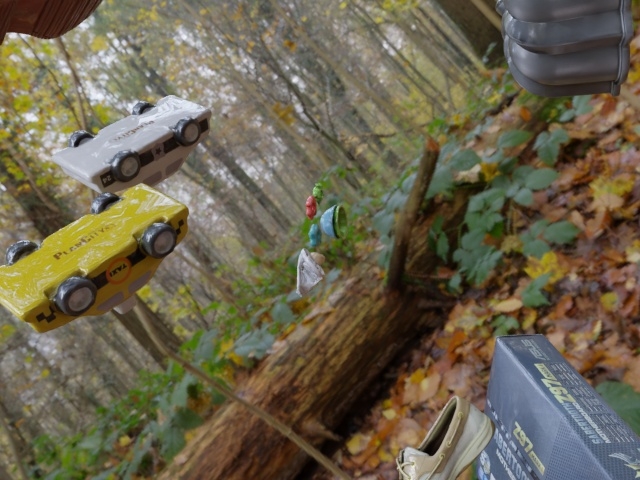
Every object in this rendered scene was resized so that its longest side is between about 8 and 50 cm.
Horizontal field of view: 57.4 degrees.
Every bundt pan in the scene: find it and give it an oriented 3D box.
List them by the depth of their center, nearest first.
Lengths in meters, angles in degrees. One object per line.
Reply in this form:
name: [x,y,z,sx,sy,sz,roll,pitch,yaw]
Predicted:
bundt pan: [0.278,-0.328,0.723,0.124,0.331,0.331,-10,9,17]

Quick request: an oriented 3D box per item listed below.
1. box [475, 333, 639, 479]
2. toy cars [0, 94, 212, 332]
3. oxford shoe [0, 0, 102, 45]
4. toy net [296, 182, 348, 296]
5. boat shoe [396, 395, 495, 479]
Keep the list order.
box: [0.219,0.222,0.535,0.233,0.059,0.184,-111,22,-66]
toy cars: [-0.220,-0.039,0.653,0.394,0.176,0.087,-93,-1,-50]
oxford shoe: [-0.490,-0.416,0.941,0.140,0.146,0.397,-42,7,28]
toy net: [0.000,0.000,1.064,0.045,0.122,0.232,-2,41,18]
boat shoe: [0.087,0.188,0.486,0.135,0.045,0.050,-46,1,-19]
